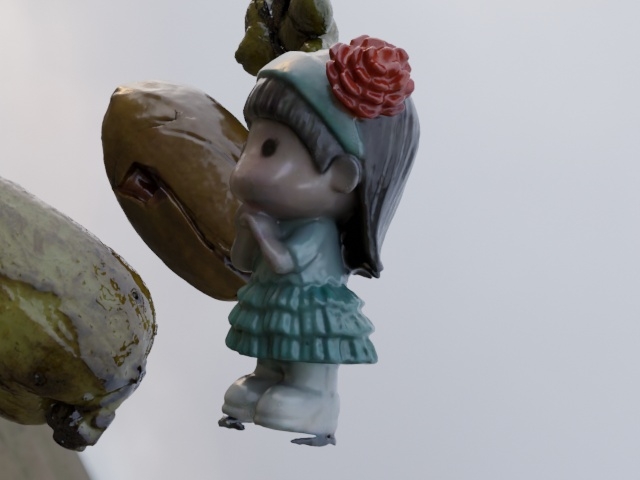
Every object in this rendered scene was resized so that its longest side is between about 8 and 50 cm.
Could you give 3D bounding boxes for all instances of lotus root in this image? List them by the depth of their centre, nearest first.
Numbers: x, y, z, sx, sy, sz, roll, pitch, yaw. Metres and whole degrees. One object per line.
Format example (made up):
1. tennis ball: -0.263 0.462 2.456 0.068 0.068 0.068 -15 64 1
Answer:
1. lotus root: -0.161 0.015 0.846 0.191 0.108 0.094 51 22 -19

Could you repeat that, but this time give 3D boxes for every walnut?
1. walnut: -0.094 -0.037 1.441 0.245 0.137 0.137 49 -11 0

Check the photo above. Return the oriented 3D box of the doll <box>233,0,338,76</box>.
1. doll: -0.029 -0.181 1.522 0.209 0.097 0.137 -165 -121 -83

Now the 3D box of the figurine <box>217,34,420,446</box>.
1. figurine: 0.000 0.000 1.037 0.138 0.110 0.246 7 -90 53
